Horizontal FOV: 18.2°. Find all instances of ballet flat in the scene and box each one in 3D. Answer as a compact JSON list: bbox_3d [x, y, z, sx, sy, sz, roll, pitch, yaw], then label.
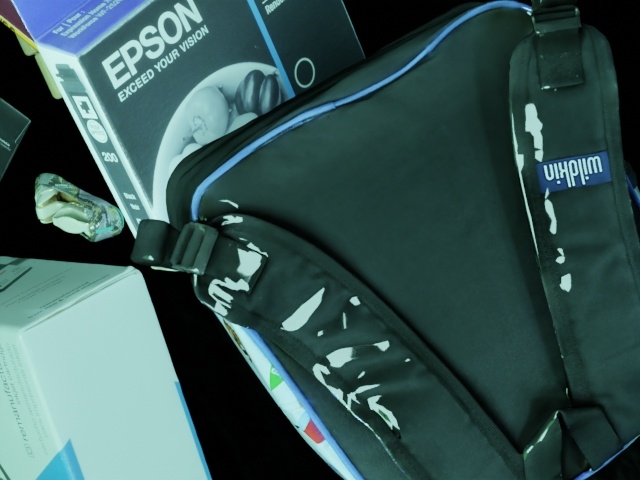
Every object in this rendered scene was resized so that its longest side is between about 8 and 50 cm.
[{"bbox_3d":[-0.208,-0.027,1.619,0.114,0.041,0.041,23,131,43],"label":"ballet flat"}]

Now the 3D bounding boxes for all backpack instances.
[{"bbox_3d":[0.065,0.024,1.121,0.263,0.276,0.213,60,177,-7],"label":"backpack"}]

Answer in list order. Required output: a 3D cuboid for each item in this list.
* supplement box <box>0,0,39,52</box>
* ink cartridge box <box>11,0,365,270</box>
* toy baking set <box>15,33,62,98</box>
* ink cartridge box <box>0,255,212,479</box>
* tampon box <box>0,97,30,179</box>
[{"bbox_3d":[-0.125,-0.143,1.289,0.081,0.104,0.188,39,180,30],"label":"supplement box"},{"bbox_3d":[-0.072,-0.125,1.197,0.045,0.206,0.208,2,127,45],"label":"ink cartridge box"},{"bbox_3d":[-0.194,-0.218,1.478,0.197,0.030,0.256,-24,94,53],"label":"toy baking set"},{"bbox_3d":[-0.253,0.140,1.715,0.307,0.129,0.223,3,117,51],"label":"ink cartridge box"},{"bbox_3d":[-0.345,-0.089,1.655,0.120,0.101,0.161,37,161,-36],"label":"tampon box"}]
